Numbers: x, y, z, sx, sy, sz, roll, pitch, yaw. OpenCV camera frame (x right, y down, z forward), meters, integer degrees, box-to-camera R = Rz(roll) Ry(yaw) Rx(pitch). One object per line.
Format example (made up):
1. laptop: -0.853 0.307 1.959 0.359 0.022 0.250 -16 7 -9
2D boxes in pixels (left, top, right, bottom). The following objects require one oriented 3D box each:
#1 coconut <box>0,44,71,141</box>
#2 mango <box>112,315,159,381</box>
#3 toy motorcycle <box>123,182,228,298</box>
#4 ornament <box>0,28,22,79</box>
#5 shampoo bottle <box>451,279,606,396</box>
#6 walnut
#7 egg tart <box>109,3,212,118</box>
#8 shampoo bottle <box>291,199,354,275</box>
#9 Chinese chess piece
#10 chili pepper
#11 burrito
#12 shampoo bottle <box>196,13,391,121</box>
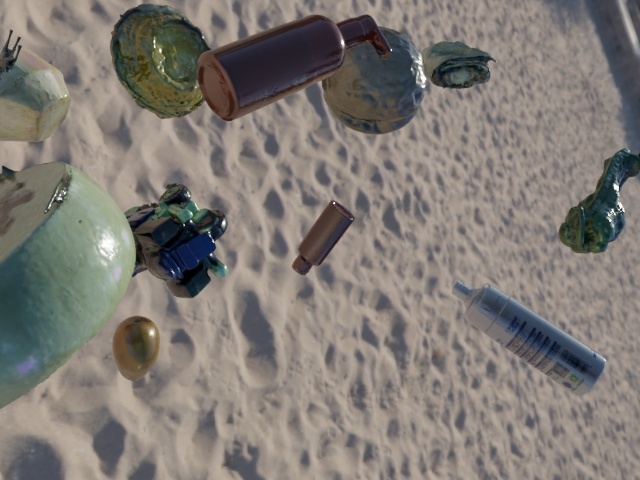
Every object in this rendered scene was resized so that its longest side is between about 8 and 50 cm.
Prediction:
1. coconut: -0.765 -0.366 1.553 0.259 0.259 0.259 32 50 -46
2. mango: -0.495 0.288 1.689 0.121 0.221 0.151 6 60 -15
3. toy motorcycle: -0.281 0.005 1.011 0.196 0.331 0.125 -45 121 -28
4. ornament: -0.649 -0.365 1.297 0.028 0.125 0.073 15 41 -43
5. shampoo bottle: 0.384 0.173 1.206 0.303 0.092 0.092 34 31 13
6. walnut: 0.114 -0.356 1.411 0.248 0.248 0.248 32 50 -46
7. egg tart: -0.436 -0.527 1.832 0.345 0.132 0.345 -3 95 -42
8. shampoo bottle: 0.000 0.000 2.040 0.102 0.260 0.064 43 22 17
9. Chinese chess piece: -0.394 0.050 0.747 0.146 0.349 0.349 60 33 -32
10. chili pepper: 0.399 -0.055 0.885 0.074 0.100 0.257 33 51 11
11. burrito: 0.163 -0.216 0.768 0.118 0.074 0.044 -93 173 -64
12. shampoo bottle: -0.027 -0.221 0.758 0.244 0.085 0.085 -28 100 -27
